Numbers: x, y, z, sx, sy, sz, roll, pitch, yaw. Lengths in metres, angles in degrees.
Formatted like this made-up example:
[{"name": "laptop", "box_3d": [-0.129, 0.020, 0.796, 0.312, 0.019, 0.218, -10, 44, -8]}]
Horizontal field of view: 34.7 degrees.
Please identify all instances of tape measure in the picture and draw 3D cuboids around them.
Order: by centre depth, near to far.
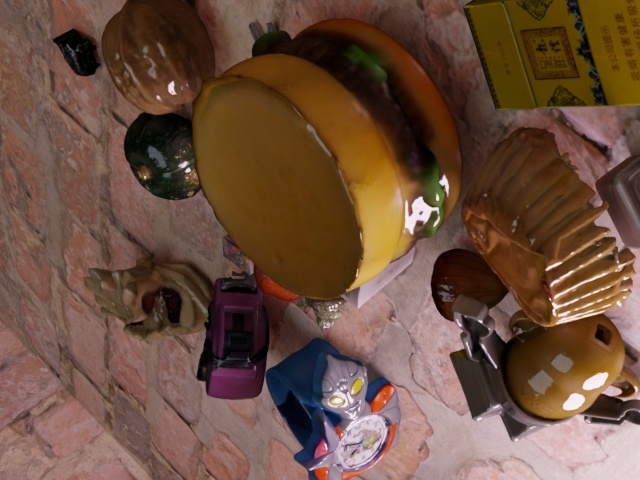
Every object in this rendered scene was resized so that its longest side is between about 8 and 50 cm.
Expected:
[{"name": "tape measure", "box_3d": [-0.191, 0.220, 2.218, 0.231, 0.149, 0.245, 109, 161, -53]}]

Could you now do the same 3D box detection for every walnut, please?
[{"name": "walnut", "box_3d": [-0.288, -0.332, 1.814, 0.213, 0.213, 0.213, 33, 144, 28]}]

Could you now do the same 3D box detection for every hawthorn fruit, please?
[{"name": "hawthorn fruit", "box_3d": [-0.066, 0.041, 1.951, 0.133, 0.133, 0.138, 35, 135, 26]}]

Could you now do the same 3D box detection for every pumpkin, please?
[{"name": "pumpkin", "box_3d": [-0.303, -0.167, 2.035, 0.190, 0.146, 0.190, 23, 156, 11]}]

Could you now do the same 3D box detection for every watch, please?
[{"name": "watch", "box_3d": [-0.003, 0.316, 2.079, 0.274, 0.241, 0.305, 34, 147, 51]}]

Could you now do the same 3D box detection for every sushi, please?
[{"name": "sushi", "box_3d": [-0.510, -0.390, 2.164, 0.084, 0.056, 0.083, 28, 141, 36]}]

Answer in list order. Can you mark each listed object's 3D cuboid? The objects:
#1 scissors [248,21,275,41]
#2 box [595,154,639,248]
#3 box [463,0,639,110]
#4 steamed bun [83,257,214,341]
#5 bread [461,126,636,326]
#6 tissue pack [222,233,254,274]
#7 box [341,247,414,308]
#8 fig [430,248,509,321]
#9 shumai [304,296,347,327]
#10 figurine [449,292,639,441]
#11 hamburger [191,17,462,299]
[{"name": "scissors", "box_3d": [-0.071, -0.284, 1.735, 0.133, 0.020, 0.187, 17, 136, 50]}, {"name": "box", "box_3d": [0.408, -0.049, 1.289, 0.122, 0.089, 0.062, 60, 159, -11]}, {"name": "box", "box_3d": [0.311, -0.240, 1.266, 0.279, 0.041, 0.153, 6, 128, 49]}, {"name": "steamed bun", "box_3d": [-0.430, 0.142, 2.486, 0.428, 0.189, 0.247, -13, 103, 57]}, {"name": "bread", "box_3d": [0.293, -0.013, 1.366, 0.274, 0.149, 0.274, 59, 168, 21]}, {"name": "tissue pack", "box_3d": [-0.168, 0.026, 2.160, 0.083, 0.035, 0.063, 36, 145, 28]}, {"name": "box", "box_3d": [0.027, -0.003, 1.766, 0.233, 0.149, 0.067, 35, 142, 26]}, {"name": "fig", "box_3d": [0.244, 0.060, 1.623, 0.119, 0.153, 0.119, 60, -170, -17]}, {"name": "shumai", "box_3d": [0.009, 0.137, 1.996, 0.082, 0.083, 0.080, -108, 19, -67]}, {"name": "figurine", "box_3d": [0.343, 0.194, 1.535, 0.342, 0.167, 0.285, 9, 153, -13]}, {"name": "hamburger", "box_3d": [0.028, -0.119, 1.523, 0.396, 0.277, 0.396, 33, 142, 31]}]
